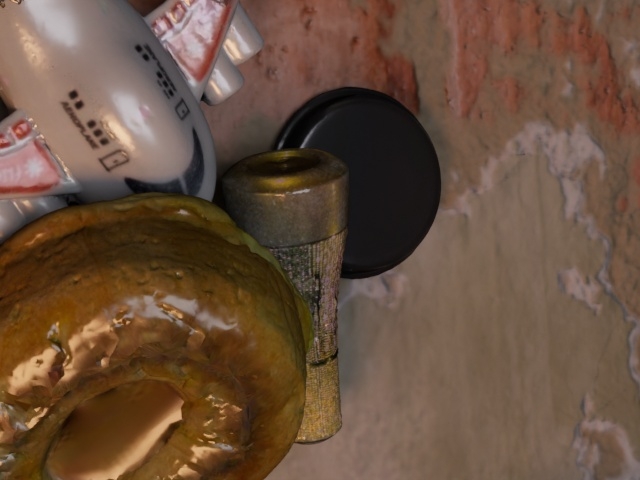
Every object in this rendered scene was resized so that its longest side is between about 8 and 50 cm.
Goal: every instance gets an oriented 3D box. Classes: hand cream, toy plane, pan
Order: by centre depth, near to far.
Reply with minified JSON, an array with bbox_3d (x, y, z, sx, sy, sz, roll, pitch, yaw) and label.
[{"bbox_3d":[-0.148,-0.107,1.076,0.252,0.118,0.252,-4,99,-25],"label":"toy plane"},{"bbox_3d":[-0.014,0.042,1.155,0.084,0.084,0.203,-16,113,-23],"label":"hand cream"},{"bbox_3d":[0.000,0.000,1.202,0.136,0.028,0.235,40,78,-22],"label":"pan"}]

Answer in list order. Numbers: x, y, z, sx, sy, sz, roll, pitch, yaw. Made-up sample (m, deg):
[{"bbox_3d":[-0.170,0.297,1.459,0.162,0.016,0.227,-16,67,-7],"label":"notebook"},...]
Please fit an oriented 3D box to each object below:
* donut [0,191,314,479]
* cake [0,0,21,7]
[{"bbox_3d":[-0.133,0.094,1.055,0.208,0.128,0.261,38,104,-26],"label":"donut"},{"bbox_3d":[-0.273,-0.231,0.949,0.287,0.135,0.098,35,76,1],"label":"cake"}]
